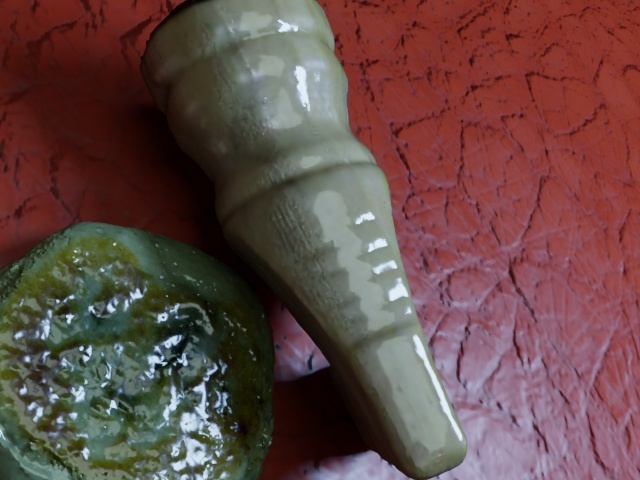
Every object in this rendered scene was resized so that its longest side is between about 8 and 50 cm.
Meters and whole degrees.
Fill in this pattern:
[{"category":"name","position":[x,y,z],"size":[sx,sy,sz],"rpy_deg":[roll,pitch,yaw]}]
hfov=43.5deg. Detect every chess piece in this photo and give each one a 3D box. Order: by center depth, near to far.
[{"category":"chess piece","position":[0.000,0.000,0.492],"size":[0.137,0.137,0.301],"rpy_deg":[-13,73,-39]}]

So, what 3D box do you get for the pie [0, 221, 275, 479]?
[{"category":"pie","position":[-0.101,0.071,0.441],"size":[0.186,0.041,0.187],"rpy_deg":[17,56,-27]}]
